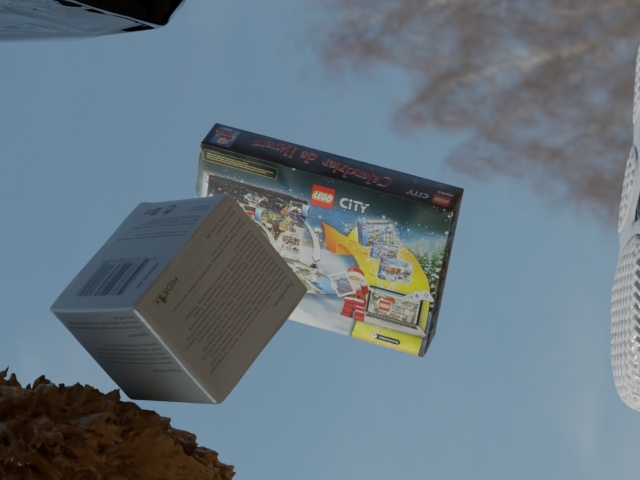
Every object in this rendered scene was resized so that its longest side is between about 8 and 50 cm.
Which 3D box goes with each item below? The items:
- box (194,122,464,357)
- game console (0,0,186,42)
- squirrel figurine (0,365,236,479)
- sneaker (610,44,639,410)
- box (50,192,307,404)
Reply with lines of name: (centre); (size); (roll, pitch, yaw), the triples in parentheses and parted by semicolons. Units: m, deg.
box: (0.000, 0.000, 1.600); (0.044, 0.233, 0.159); (-59, -18, -56)
game console: (-0.242, -0.148, 0.856); (0.361, 0.213, 0.044); (10, -96, -52)
squirrel figurine: (-0.251, 0.169, 1.086); (0.397, 0.281, 0.370); (-19, -24, -31)
sneaker: (0.313, -0.060, 1.170); (0.137, 0.210, 0.365); (-38, -45, -89)
box: (-0.086, 0.036, 1.090); (0.087, 0.101, 0.102); (52, -121, -24)
